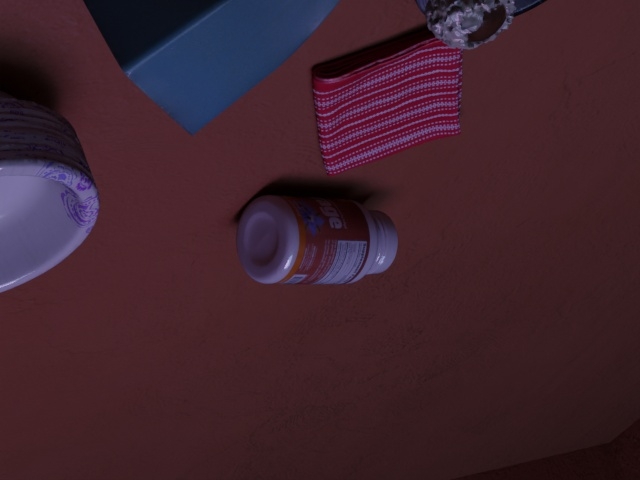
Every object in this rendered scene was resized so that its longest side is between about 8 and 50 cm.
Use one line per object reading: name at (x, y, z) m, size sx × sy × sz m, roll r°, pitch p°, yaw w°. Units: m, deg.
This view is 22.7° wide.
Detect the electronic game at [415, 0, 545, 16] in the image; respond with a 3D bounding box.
electronic game at (0.212, -0.318, 1.797) m, size 0.229 × 0.048 × 0.229 m, roll -19°, pitch 157°, yaw -9°

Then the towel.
towel at (0.090, -0.174, 2.020) m, size 0.199 × 0.031 × 0.275 m, roll -19°, pitch 156°, yaw -4°

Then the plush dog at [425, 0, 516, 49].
plush dog at (0.140, -0.355, 1.554) m, size 0.262 × 0.210 × 0.225 m, roll -44°, pitch 147°, yaw -19°

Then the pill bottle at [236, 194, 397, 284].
pill bottle at (0.000, 0.000, 2.197) m, size 0.216 × 0.121 × 0.121 m, roll 1°, pitch 147°, yaw -43°

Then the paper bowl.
paper bowl at (-0.391, -0.058, 1.708) m, size 0.284 × 0.148 × 0.284 m, roll -18°, pitch 155°, yaw -8°

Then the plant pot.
plant pot at (-0.095, -0.255, 1.542) m, size 0.234 × 0.165 × 0.166 m, roll -34°, pitch 155°, yaw 7°
